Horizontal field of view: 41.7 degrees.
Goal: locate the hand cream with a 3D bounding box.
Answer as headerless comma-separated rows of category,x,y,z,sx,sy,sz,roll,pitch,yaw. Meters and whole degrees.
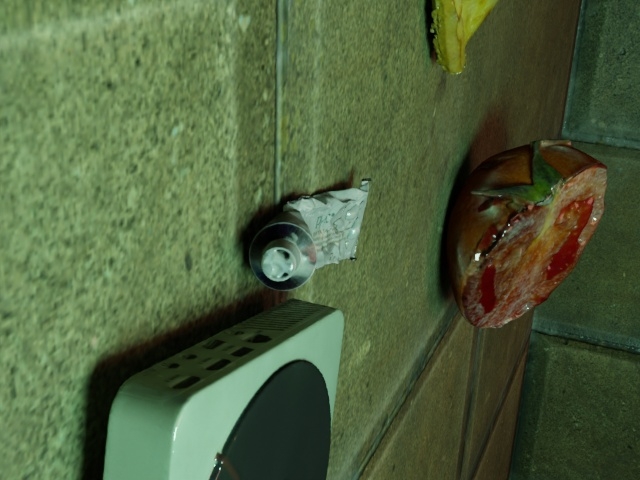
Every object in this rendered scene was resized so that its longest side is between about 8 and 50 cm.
hand cream,-0.004,-0.001,0.706,0.257,0.050,0.084,-33,133,-71

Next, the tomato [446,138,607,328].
tomato,0.288,-0.026,1.298,0.309,0.170,0.309,-25,141,-22

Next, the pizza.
pizza,0.174,-0.324,0.961,0.204,0.080,0.188,67,39,-55

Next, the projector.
projector,-0.068,0.188,0.585,0.257,0.079,0.259,-19,119,-67
